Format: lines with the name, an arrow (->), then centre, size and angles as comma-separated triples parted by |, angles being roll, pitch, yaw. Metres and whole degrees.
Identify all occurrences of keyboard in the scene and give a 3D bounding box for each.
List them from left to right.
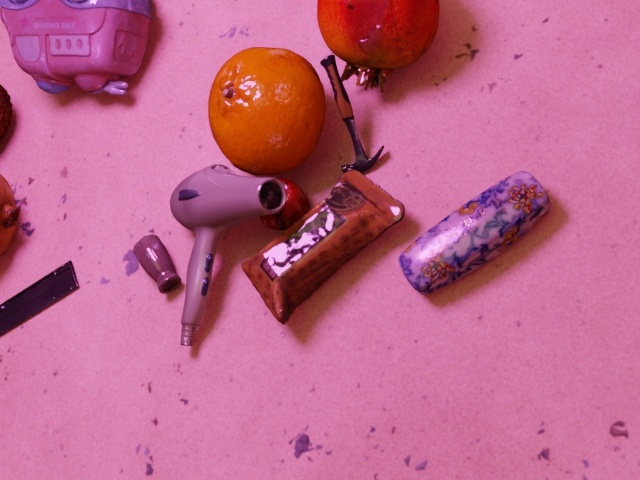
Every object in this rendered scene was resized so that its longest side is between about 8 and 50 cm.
keyboard -> -0.534, 0.109, 1.883 | 0.198, 0.010, 0.063 | -31, 60, 10

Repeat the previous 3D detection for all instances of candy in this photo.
candy -> 0.000, 0.000, 1.634 | 0.271, 0.101, 0.143 | -42, 59, -1

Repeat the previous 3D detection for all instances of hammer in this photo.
hammer -> 0.047, -0.212, 1.691 | 0.078, 0.021, 0.201 | -16, 97, 15

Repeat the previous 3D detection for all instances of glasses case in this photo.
glasses case -> 0.234, -0.010, 1.547 | 0.248, 0.065, 0.087 | -36, 60, 5

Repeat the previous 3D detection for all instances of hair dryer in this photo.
hair dryer -> -0.151, -0.004, 1.650 | 0.296, 0.119, 0.298 | -33, 54, 48

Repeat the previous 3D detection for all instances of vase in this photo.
vase -> -0.283, 0.042, 1.773 | 0.053, 0.053, 0.100 | -38, 62, 5

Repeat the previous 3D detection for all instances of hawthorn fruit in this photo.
hawthorn fruit -> -0.065, -0.062, 1.694 | 0.093, 0.093, 0.093 | -10, 64, 21

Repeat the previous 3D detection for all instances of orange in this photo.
orange -> -0.092, -0.218, 1.709 | 0.219, 0.193, 0.219 | -41, 35, 38

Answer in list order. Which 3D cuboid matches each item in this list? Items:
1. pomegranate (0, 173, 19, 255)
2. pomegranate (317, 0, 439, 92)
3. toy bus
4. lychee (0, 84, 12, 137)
pomegranate -> -0.668, -0.044, 1.904 | 0.215, 0.215, 0.215 | -10, 64, 21
pomegranate -> 0.093, -0.369, 1.697 | 0.210, 0.210, 0.235 | 22, 106, 31
toy bus -> -0.475, -0.400, 1.975 | 0.294, 0.197, 0.231 | 4, 94, 23
lychee -> -0.712, -0.254, 2.033 | 0.194, 0.194, 0.194 | -10, 64, 21
